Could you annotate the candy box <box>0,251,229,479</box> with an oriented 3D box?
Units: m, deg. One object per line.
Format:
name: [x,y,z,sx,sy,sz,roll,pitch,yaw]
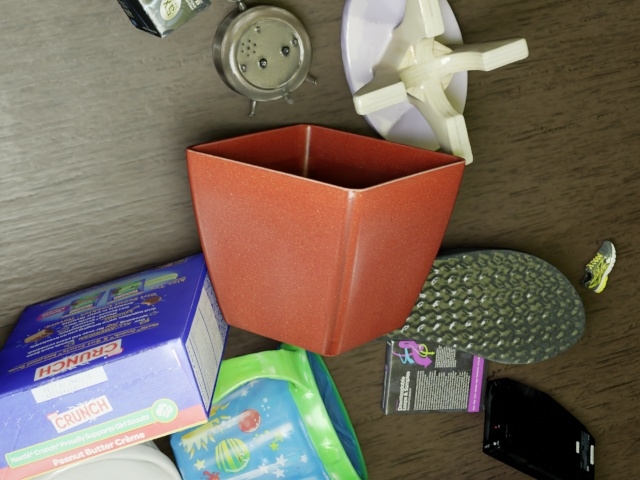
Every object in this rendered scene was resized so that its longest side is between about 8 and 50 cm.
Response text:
candy box: [-0.262,0.150,1.742,0.268,0.317,0.122,-17,106,7]

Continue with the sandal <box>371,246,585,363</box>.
sandal: [0.167,0.077,2.037,0.445,0.107,0.167,6,102,-7]

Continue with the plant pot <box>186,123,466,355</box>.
plant pot: [0.000,0.000,1.808,0.267,0.267,0.236,-17,117,-53]

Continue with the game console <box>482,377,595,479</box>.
game console: [0.319,0.391,2.063,0.213,0.044,0.361,30,52,-30]

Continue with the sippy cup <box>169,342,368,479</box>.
sippy cup: [-0.079,0.275,1.927,0.224,0.240,0.305,-23,104,4]

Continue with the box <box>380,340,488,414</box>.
box: [0.173,0.201,2.096,0.162,0.029,0.116,1,102,-20]

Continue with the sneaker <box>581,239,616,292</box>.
sneaker: [0.426,0.039,2.142,0.035,0.031,0.083,11,99,-20]

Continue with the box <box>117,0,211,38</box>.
box: [-0.225,-0.340,1.745,0.077,0.180,0.147,-36,112,-8]

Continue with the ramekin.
ramekin: [-0.328,0.334,1.859,0.273,0.127,0.273,-17,137,-17]

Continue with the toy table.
toy table: [0.137,-0.238,1.907,0.252,0.161,0.274,-31,112,-9]

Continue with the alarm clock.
alarm clock: [-0.085,-0.270,1.878,0.129,0.064,0.192,-30,107,-10]
